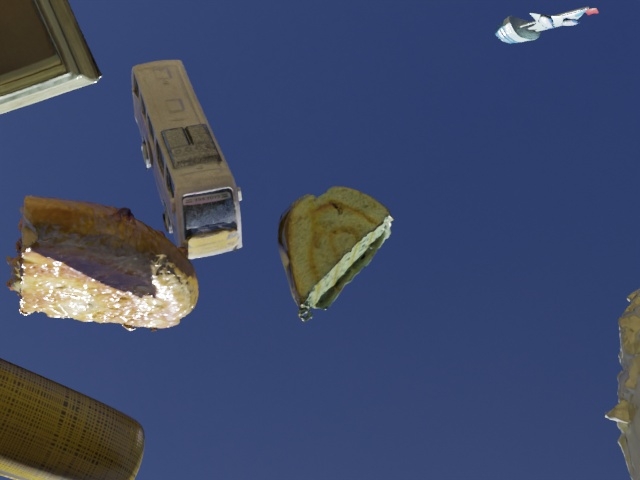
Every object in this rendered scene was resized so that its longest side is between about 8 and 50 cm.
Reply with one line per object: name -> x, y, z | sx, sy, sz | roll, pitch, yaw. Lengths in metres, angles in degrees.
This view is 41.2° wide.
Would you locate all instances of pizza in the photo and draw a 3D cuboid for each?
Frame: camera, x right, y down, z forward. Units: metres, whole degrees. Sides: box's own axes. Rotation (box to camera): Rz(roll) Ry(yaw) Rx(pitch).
pizza -> -0.275, 0.033, 1.018 | 0.226, 0.335, 0.086 | -12, -115, 18

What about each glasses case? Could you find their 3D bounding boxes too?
glasses case -> -0.245, 0.137, 0.659 | 0.064, 0.234, 0.079 | -29, -142, 48

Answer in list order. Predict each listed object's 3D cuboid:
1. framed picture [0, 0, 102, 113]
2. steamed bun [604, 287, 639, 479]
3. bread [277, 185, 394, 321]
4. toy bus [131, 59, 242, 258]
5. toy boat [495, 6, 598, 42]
framed picture -> -0.268, -0.151, 0.499 | 0.252, 0.197, 0.014 | -12, -160, 25
steamed bun -> 0.330, 0.135, 0.441 | 0.312, 0.233, 0.334 | -37, -92, 36
bread -> -0.005, 0.003, 0.965 | 0.110, 0.103, 0.156 | 40, -113, 11
toy bus -> -0.192, -0.123, 1.204 | 0.097, 0.138, 0.342 | -10, -138, -16
toy boat -> 0.338, -0.329, 1.281 | 0.149, 0.105, 0.034 | -12, -94, 15
